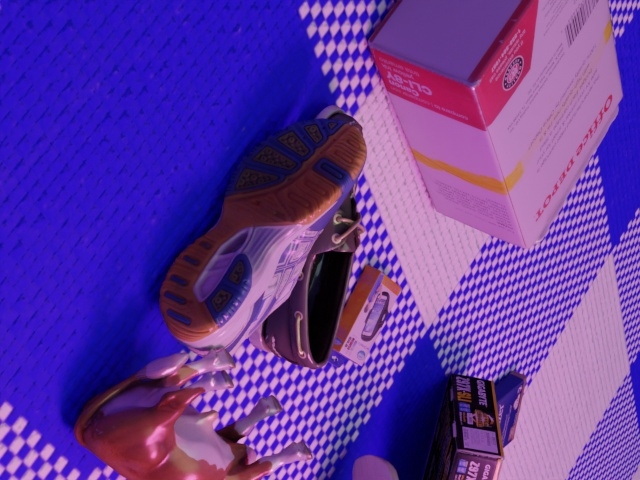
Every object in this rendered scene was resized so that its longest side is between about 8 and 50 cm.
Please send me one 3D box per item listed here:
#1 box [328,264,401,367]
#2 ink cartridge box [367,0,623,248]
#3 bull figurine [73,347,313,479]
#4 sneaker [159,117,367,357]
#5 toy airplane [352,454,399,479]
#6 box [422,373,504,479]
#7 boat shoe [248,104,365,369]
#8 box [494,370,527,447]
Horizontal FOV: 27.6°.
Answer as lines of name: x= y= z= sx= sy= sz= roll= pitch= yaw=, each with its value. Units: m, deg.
box: x=0.054 y=0.107 z=1.719 sx=0.136 sy=0.028 sz=0.081 roll=-64 pitch=151 yaw=-7
ink cartridge box: x=0.237 y=-0.209 z=1.651 sx=0.279 sy=0.160 sz=0.385 roll=-56 pitch=149 yaw=-17
bull figurine: x=-0.130 y=0.226 z=1.388 sx=0.188 sy=0.101 sz=0.310 roll=-35 pitch=142 yaw=4
sneaker: x=-0.057 y=-0.002 z=1.400 sx=0.296 sy=0.112 sz=0.131 roll=-48 pitch=155 yaw=-13
toy airplane: x=0.089 y=0.542 z=1.749 sx=0.272 sy=0.386 sz=0.384 roll=8 pitch=111 yaw=-34
box: x=0.202 y=0.402 z=1.999 sx=0.257 sy=0.079 sz=0.322 roll=-85 pitch=-173 yaw=-70
boat shoe: x=0.003 y=0.000 z=1.492 sx=0.109 sy=0.091 sz=0.305 roll=-9 pitch=118 yaw=-56
box: x=0.277 y=0.327 z=2.229 sx=0.225 sy=0.036 sz=0.136 roll=-26 pitch=132 yaw=-47
